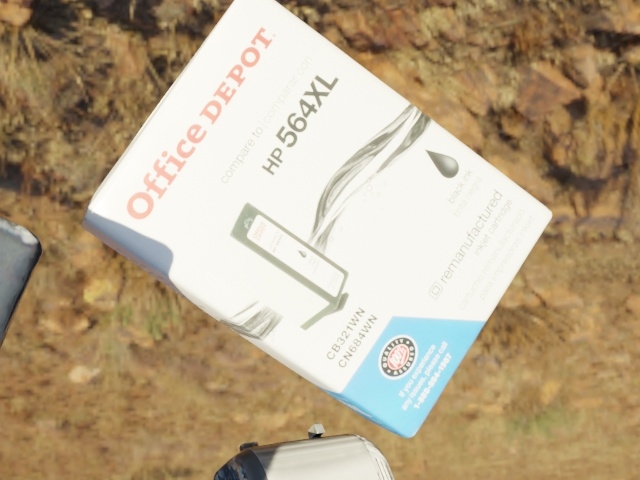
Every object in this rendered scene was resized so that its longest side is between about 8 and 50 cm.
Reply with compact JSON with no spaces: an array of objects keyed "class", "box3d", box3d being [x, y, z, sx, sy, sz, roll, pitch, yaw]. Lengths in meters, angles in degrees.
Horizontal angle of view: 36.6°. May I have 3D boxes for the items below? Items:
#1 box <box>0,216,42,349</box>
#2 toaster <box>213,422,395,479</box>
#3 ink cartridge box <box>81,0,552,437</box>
[{"class":"box","box3d":[-0.411,0.142,0.266,0.480,0.471,0.297,25,155,-23]},{"class":"toaster","box3d":[0.002,0.289,0.912,0.147,0.226,0.129,-10,158,-27]},{"class":"ink cartridge box","box3d":[-0.005,-0.013,0.523,0.203,0.148,0.086,35,172,-11]}]
